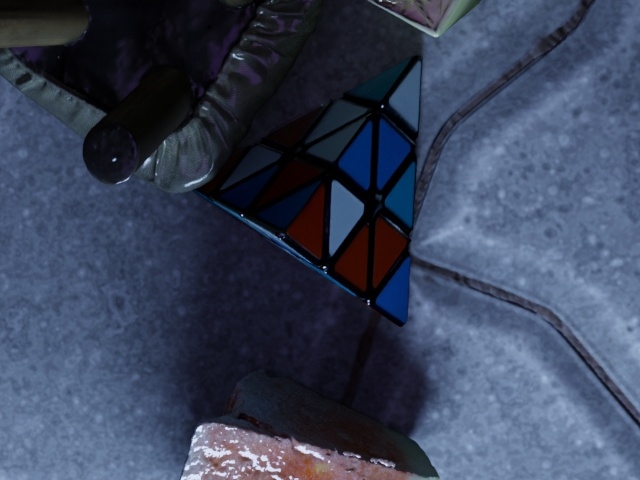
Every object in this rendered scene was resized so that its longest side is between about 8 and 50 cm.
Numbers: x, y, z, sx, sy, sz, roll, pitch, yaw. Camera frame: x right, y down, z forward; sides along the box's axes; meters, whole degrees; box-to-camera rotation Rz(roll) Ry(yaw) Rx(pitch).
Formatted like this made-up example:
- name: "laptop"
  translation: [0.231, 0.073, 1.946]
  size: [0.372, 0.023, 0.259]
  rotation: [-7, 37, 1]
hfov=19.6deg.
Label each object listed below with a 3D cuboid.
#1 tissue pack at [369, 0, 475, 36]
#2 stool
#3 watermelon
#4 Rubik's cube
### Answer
- name: "tissue pack"
  translation: [0.115, -0.290, 1.696]
  size: [0.125, 0.234, 0.159]
  rotation: [30, 107, 3]
- name: "stool"
  translation: [-0.195, -0.228, 1.769]
  size: [0.310, 0.226, 0.310]
  rotation: [35, 105, 13]
- name: "watermelon"
  translation: [-0.049, 0.257, 1.867]
  size: [0.310, 0.193, 0.231]
  rotation: [-28, 95, 16]
- name: "Rubik's cube"
  translation: [0.000, 0.000, 1.783]
  size: [0.284, 0.234, 0.250]
  rotation: [-22, 97, 15]
